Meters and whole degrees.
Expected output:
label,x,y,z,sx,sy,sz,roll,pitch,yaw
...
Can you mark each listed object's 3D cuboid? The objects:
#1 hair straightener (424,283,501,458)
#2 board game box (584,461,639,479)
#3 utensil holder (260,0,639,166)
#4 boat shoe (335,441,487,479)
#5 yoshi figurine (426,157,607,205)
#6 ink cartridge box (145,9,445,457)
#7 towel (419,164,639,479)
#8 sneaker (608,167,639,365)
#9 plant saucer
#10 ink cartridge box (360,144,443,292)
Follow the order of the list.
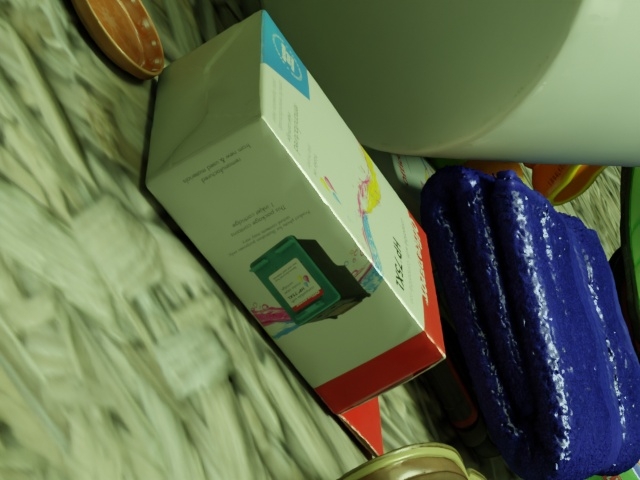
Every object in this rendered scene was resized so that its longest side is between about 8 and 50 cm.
label,x,y,z,sx,sy,sz,roll,pitch,yaw
hair straightener,0.080,0.057,1.134,0.230,0.047,0.089,55,17,-17
board game box,0.251,0.160,1.462,0.317,0.046,0.213,57,15,-5
utensil holder,0.191,-0.206,1.179,0.385,0.327,0.328,-3,62,-45
boat shoe,0.060,0.152,0.879,0.178,0.064,0.060,36,27,-60
yoshi figurine,0.124,-0.205,1.470,0.203,0.203,0.362,14,45,-59
ink cartridge box,0.000,0.000,0.933,0.231,0.078,0.134,52,18,-28
towel,0.174,0.062,1.201,0.308,0.076,0.228,14,56,-68
sneaker,0.330,0.047,1.571,0.202,0.185,0.483,38,-34,46
plant saucer,-0.116,-0.126,0.914,0.083,0.013,0.083,52,18,-25
ink cartridge box,0.058,-0.027,1.203,0.122,0.052,0.088,42,24,-44
